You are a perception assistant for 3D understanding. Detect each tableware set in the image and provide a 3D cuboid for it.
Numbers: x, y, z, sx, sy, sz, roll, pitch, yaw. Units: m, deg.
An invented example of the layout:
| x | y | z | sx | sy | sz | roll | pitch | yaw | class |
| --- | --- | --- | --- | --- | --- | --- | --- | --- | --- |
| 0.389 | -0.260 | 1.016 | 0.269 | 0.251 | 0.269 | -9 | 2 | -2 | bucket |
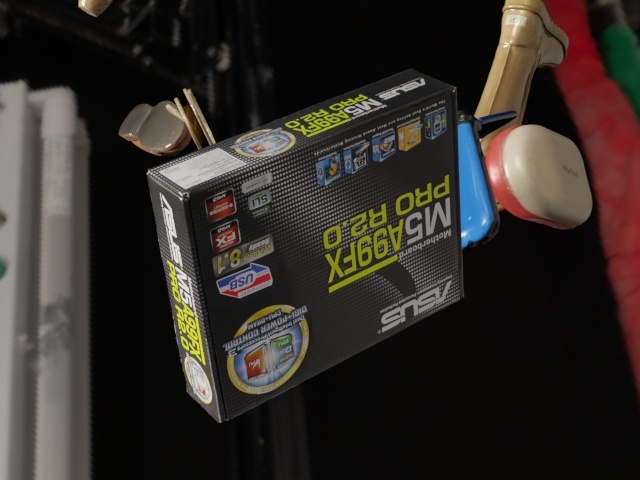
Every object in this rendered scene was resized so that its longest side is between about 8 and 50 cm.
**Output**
| x | y | z | sx | sy | sz | roll | pitch | yaw | class |
| --- | --- | --- | --- | --- | --- | --- | --- | --- | --- |
| -0.137 | -0.093 | 1.475 | 0.194 | 0.039 | 0.128 | 64 | 177 | -6 | tableware set |

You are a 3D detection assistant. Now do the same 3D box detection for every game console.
| x | y | z | sx | sy | sz | roll | pitch | yaw | class |
| --- | --- | --- | --- | --- | --- | --- | --- | --- | --- |
| 0.119 | -0.030 | 1.515 | 0.173 | 0.293 | 0.250 | 25 | -135 | -44 | game console |

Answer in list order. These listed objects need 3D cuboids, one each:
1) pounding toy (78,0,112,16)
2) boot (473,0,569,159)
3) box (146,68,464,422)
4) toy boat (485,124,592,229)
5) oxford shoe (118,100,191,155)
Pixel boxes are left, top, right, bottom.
| x | y | z | sx | sy | sz | roll | pitch | yaw | class |
| --- | --- | --- | --- | --- | --- | --- | --- | --- | --- |
| -0.238 | -0.356 | 1.243 | 0.154 | 0.269 | 0.154 | 20 | -104 | 12 | pounding toy |
| 0.310 | -0.231 | 1.930 | 0.236 | 0.089 | 0.270 | 29 | -105 | -59 | boot |
| 0.000 | 0.000 | 1.001 | 0.270 | 0.060 | 0.216 | -24 | -56 | -28 | box |
| 0.309 | -0.087 | 1.830 | 0.231 | 0.151 | 0.151 | 11 | -115 | -57 | toy boat |
| -0.219 | -0.152 | 1.714 | 0.076 | 0.212 | 0.076 | 37 | -96 | -25 | oxford shoe |
